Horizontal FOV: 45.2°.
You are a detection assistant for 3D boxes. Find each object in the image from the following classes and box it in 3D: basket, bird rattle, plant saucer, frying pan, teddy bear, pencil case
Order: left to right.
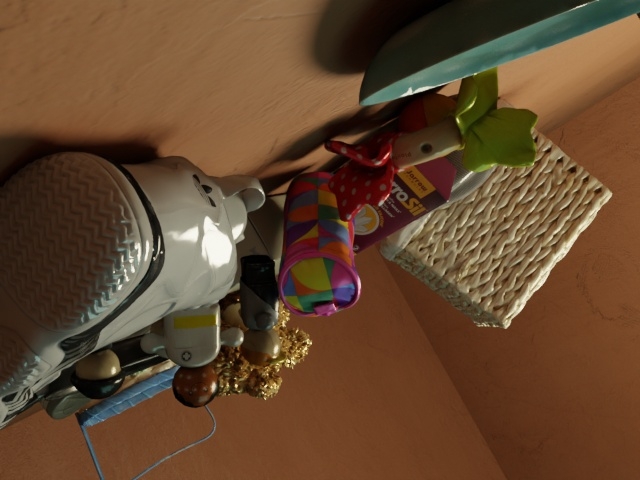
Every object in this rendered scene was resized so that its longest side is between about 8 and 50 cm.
[{"bbox_3d":[-0.340,0.195,1.053,0.326,0.053,0.197,-21,172,2],"label":"frying pan"},{"bbox_3d":[-0.391,0.337,1.604,0.255,0.289,0.201,-29,175,-16],"label":"basket"},{"bbox_3d":[-0.113,0.106,1.150,0.113,0.245,0.338,-38,176,12],"label":"teddy bear"},{"bbox_3d":[0.000,0.000,0.951,0.104,0.104,0.236,-31,-157,18],"label":"pencil case"},{"bbox_3d":[0.127,-0.118,0.921,0.253,0.143,0.207,-28,-168,21],"label":"bird rattle"},{"bbox_3d":[0.313,-0.037,1.451,0.331,0.266,0.328,-52,175,-3],"label":"basket"},{"bbox_3d":[0.175,-0.183,0.625,0.317,0.043,0.317,-19,-175,2],"label":"plant saucer"}]

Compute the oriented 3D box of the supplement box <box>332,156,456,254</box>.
[{"bbox_3d":[0.086,-0.071,1.097,0.188,0.104,0.081,-32,-157,37],"label":"supplement box"}]

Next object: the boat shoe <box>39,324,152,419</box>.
[{"bbox_3d":[-0.332,0.155,1.242,0.320,0.103,0.118,-40,165,-39],"label":"boat shoe"}]

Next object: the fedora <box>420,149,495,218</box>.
[{"bbox_3d":[0.169,-0.109,1.210,0.275,0.124,0.244,-33,173,38],"label":"fedora"}]

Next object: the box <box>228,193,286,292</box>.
[{"bbox_3d":[-0.073,-0.002,1.097,0.113,0.094,0.275,-32,174,20],"label":"box"}]

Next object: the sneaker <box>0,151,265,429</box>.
[{"bbox_3d":[-0.203,0.052,0.625,0.366,0.137,0.210,-36,170,32],"label":"sneaker"}]

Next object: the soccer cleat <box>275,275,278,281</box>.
[{"bbox_3d":[0.020,-0.017,1.543,0.331,0.116,0.143,-43,-138,-12],"label":"soccer cleat"}]

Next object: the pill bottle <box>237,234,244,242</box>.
[{"bbox_3d":[-0.158,0.008,0.738,0.160,0.087,0.087,-29,175,-2],"label":"pill bottle"}]

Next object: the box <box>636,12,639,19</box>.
[{"bbox_3d":[0.508,-0.234,0.868,0.212,0.293,0.395,-32,175,28],"label":"box"}]

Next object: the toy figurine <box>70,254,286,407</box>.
[{"bbox_3d":[-0.160,0.098,0.878,0.209,0.148,0.213,5,-168,24],"label":"toy figurine"}]
